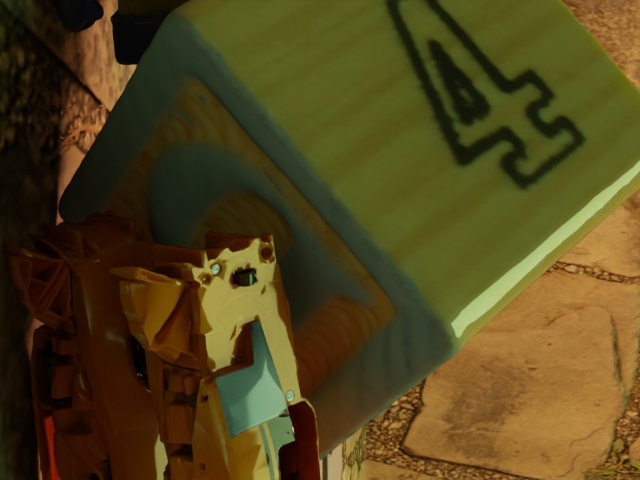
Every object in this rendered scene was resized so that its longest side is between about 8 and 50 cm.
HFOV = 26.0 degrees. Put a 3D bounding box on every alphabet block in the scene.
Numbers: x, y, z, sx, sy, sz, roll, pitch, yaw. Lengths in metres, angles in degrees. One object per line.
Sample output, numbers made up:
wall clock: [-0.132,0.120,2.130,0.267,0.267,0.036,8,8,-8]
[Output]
alphabet block: [0.021,-0.032,0.700,0.197,0.193,0.192,-36,175,-38]

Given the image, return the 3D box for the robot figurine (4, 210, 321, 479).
robot figurine: [-0.068,0.137,0.642,0.211,0.085,0.291,7,-73,52]

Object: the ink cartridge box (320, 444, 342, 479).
ink cartridge box: [-0.046,0.148,1.002,0.197,0.114,0.273,-11,100,-84]

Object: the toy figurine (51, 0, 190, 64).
toy figurine: [-0.049,-0.161,0.729,0.362,0.191,0.217,-75,169,-62]
